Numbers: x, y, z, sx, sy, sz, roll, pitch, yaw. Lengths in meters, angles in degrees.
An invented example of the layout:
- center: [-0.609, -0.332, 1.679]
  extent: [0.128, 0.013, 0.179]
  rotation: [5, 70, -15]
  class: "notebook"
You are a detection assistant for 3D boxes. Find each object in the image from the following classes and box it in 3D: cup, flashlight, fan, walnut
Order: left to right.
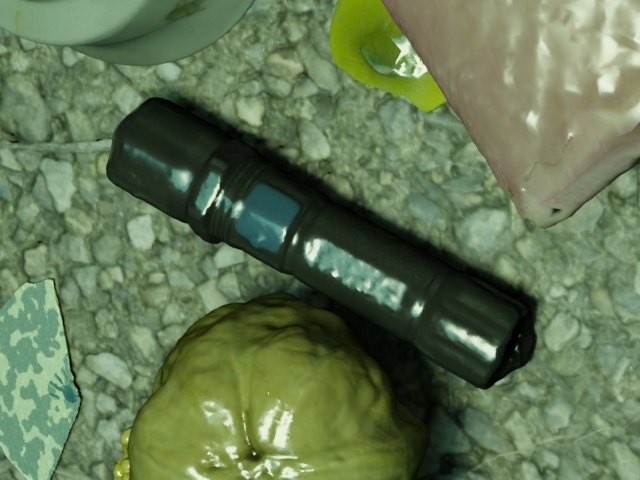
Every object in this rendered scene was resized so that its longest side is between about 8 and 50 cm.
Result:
- center: [-0.299, 0.144, 1.967]
  extent: [0.131, 0.009, 0.240]
  rotation: [16, 113, 25]
  class: "fan"
- center: [-0.219, -0.309, 1.686]
  extent: [0.347, 0.163, 0.347]
  rotation: [9, 110, 26]
  class: "cup"
- center: [-0.039, 0.195, 1.677]
  extent: [0.253, 0.277, 0.282]
  rotation: [-38, 92, -1]
  class: "walnut"
- center: [0.000, 0.000, 1.709]
  extent: [0.424, 0.103, 0.103]
  rotation: [28, 118, 17]
  class: "flashlight"

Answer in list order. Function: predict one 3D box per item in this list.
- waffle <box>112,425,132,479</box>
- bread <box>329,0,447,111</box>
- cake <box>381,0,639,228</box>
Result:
- center: [-0.138, 0.260, 1.812]
  extent: [0.046, 0.160, 0.192]
  rotation: [-31, 78, 13]
  class: "waffle"
- center: [0.084, -0.178, 1.583]
  extent: [0.129, 0.114, 0.111]
  rotation: [34, 119, 17]
  class: "bread"
- center: [0.199, -0.205, 1.439]
  extent: [0.230, 0.237, 0.309]
  rotation: [-33, 87, 33]
  class: "cake"
